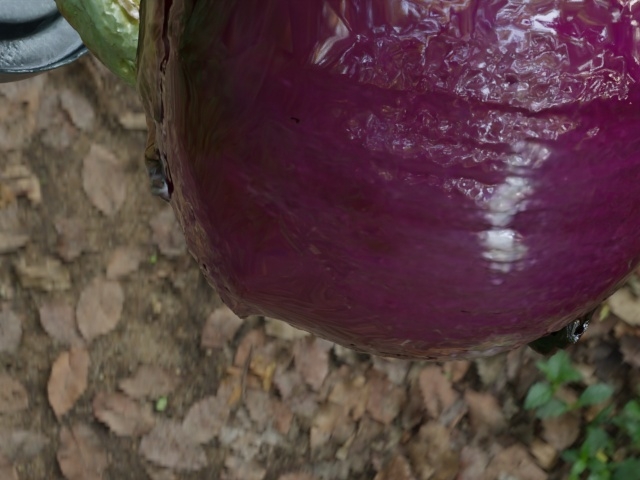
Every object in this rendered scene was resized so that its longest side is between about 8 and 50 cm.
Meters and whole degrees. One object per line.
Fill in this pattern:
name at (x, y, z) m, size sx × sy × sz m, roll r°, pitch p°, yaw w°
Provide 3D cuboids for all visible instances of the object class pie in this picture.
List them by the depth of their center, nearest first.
pie at (-0.151, -0.199, 1.130) m, size 0.090 × 0.201 × 0.248 m, roll -30°, pitch 29°, yaw 11°

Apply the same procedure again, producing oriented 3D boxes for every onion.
onion at (0.106, -0.109, 0.693) m, size 0.385 × 0.347 × 0.347 m, roll -1°, pitch 62°, yaw -6°

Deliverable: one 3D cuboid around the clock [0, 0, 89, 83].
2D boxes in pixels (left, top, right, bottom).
clock at (-0.390, -0.364, 1.685) m, size 0.386 × 0.076 × 0.386 m, roll 11°, pitch 71°, yaw -36°
